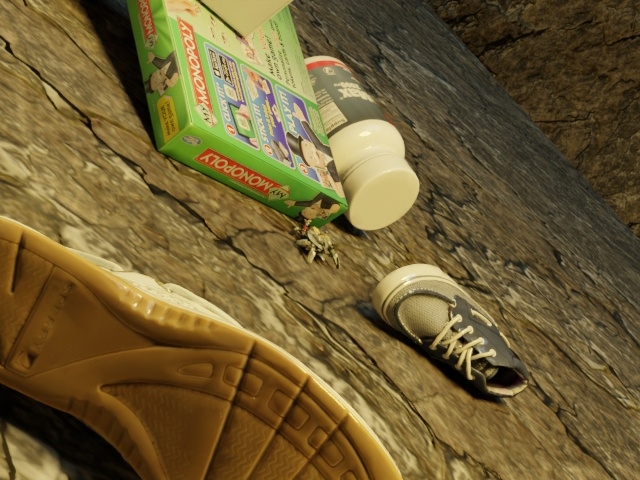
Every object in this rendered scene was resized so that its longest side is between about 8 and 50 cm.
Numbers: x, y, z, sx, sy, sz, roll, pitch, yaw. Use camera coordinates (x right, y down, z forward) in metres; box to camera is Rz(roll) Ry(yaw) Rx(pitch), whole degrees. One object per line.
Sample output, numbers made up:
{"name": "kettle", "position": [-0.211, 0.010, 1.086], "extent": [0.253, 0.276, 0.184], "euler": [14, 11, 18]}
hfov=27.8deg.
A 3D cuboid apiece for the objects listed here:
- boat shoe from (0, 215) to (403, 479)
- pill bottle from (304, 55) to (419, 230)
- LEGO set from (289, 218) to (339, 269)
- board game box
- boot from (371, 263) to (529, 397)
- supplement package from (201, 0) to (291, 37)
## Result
{"name": "boat shoe", "position": [-0.074, 0.071, 0.668], "extent": [0.277, 0.098, 0.096], "euler": [34, 4, 1]}
{"name": "pill bottle", "position": [0.024, -0.098, 1.331], "extent": [0.108, 0.108, 0.180], "euler": [24, 25, -48]}
{"name": "LEGO set", "position": [-0.002, -0.002, 1.174], "extent": [0.054, 0.023, 0.083], "euler": [35, 18, -26]}
{"name": "board game box", "position": [-0.090, -0.179, 1.235], "extent": [0.213, 0.046, 0.317], "euler": [25, 39, -44]}
{"name": "boot", "position": [0.125, 0.085, 1.169], "extent": [0.190, 0.069, 0.086], "euler": [26, 20, -50]}
{"name": "supplement package", "position": [-0.095, -0.296, 1.193], "extent": [0.179, 0.105, 0.105], "euler": [38, 32, -30]}
